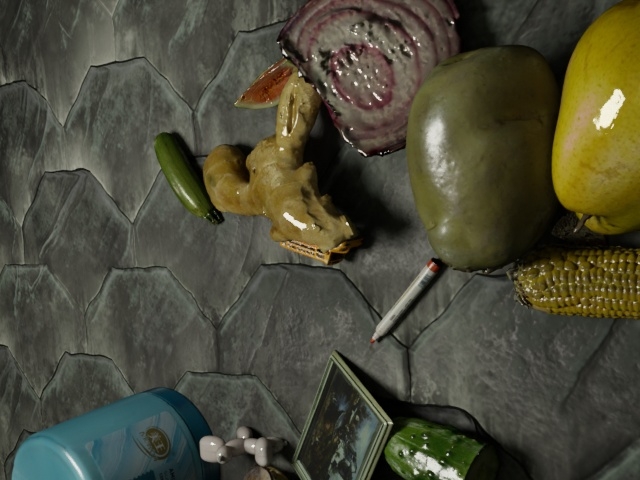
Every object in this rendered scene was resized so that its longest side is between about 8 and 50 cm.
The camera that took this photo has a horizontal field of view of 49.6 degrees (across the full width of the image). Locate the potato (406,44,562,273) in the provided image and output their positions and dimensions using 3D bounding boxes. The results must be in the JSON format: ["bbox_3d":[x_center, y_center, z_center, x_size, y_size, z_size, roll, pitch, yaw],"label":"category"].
[{"bbox_3d":[0.251,-0.120,1.033,0.221,0.243,0.327,5,112,45],"label":"potato"}]

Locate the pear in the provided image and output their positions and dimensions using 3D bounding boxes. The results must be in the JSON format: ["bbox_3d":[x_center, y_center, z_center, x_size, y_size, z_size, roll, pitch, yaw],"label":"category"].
[{"bbox_3d":[0.442,-0.155,0.869,0.284,0.285,0.337,17,113,33],"label":"pear"}]

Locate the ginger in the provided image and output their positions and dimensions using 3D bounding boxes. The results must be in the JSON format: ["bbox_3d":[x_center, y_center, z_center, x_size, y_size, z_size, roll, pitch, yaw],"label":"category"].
[{"bbox_3d":[-0.097,-0.104,1.316,0.363,0.122,0.348,-28,60,31],"label":"ginger"}]

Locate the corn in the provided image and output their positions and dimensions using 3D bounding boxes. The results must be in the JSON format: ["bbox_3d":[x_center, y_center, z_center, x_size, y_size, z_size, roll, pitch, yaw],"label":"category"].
[{"bbox_3d":[0.432,0.063,1.012,0.317,0.115,0.115,1,97,36],"label":"corn"}]

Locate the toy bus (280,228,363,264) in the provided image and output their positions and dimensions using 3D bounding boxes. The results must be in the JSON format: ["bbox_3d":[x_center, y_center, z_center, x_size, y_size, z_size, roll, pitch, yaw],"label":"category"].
[{"bbox_3d":[0.000,0.000,1.337,0.162,0.069,0.074,19,108,34],"label":"toy bus"}]

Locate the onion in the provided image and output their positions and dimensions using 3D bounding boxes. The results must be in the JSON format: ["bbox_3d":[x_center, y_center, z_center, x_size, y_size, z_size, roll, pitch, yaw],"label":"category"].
[{"bbox_3d":[0.113,-0.302,1.182,0.280,0.146,0.314,-34,76,9],"label":"onion"}]

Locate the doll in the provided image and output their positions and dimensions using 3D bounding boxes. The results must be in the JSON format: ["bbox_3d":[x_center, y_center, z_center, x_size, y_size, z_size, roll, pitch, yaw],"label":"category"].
[{"bbox_3d":[-0.159,0.442,1.476,0.160,0.161,0.059,-1,93,54],"label":"doll"}]

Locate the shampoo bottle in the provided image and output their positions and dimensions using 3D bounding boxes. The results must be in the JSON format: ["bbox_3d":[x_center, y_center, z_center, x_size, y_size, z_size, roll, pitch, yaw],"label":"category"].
[{"bbox_3d":[-0.468,0.543,1.585,0.331,0.342,0.331,6,100,36],"label":"shampoo bottle"}]

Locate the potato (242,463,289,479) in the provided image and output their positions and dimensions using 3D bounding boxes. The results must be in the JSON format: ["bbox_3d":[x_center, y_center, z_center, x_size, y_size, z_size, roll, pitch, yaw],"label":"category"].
[{"bbox_3d":[-0.109,0.558,1.502,0.261,0.100,0.120,-50,29,45],"label":"potato"}]

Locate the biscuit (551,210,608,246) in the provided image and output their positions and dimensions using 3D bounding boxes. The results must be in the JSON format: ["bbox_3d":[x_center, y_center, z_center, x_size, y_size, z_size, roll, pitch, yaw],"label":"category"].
[{"bbox_3d":[0.404,-0.021,1.074,0.092,0.016,0.082,-18,91,37],"label":"biscuit"}]

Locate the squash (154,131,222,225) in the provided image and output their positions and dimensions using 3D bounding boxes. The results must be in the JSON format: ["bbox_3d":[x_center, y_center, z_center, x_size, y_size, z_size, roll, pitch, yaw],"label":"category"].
[{"bbox_3d":[-0.304,-0.136,1.539,0.066,0.066,0.252,-42,72,32],"label":"squash"}]

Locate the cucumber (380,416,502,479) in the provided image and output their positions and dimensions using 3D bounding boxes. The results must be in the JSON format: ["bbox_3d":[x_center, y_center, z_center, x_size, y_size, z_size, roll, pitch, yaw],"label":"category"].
[{"bbox_3d":[0.184,0.379,1.229,0.244,0.134,0.134,18,107,37],"label":"cucumber"}]

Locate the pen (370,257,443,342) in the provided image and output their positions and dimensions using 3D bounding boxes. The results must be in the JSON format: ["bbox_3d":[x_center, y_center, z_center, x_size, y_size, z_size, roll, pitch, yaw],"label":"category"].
[{"bbox_3d":[0.152,0.116,1.271,0.026,0.026,0.218,47,121,21],"label":"pen"}]

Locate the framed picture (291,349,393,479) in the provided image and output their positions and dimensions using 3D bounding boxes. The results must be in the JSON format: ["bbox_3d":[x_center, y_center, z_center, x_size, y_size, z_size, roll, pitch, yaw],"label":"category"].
[{"bbox_3d":[0.028,0.398,1.348,0.232,0.019,0.296,44,122,51],"label":"framed picture"}]

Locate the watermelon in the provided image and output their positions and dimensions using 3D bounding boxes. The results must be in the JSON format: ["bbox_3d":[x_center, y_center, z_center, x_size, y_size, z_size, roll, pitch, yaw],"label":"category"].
[{"bbox_3d":[-0.085,-0.305,1.359,0.163,0.087,0.069,-29,110,37],"label":"watermelon"}]
